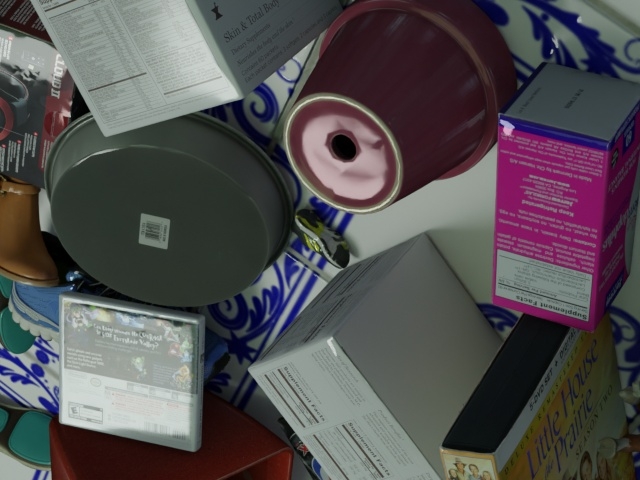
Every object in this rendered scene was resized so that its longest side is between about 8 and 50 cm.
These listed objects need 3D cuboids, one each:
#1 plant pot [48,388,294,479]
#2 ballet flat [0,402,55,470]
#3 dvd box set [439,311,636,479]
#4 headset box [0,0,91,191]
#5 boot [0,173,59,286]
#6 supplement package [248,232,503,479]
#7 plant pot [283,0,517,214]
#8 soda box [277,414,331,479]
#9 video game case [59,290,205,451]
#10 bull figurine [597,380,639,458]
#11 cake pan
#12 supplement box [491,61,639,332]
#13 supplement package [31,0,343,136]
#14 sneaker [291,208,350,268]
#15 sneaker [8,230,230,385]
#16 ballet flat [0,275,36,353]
[{"bbox_3d":[-0.216,0.331,1.841,0.236,0.267,0.267,44,142,38],"label":"plant pot"},{"bbox_3d":[-0.449,0.289,2.116,0.248,0.086,0.086,20,131,24],"label":"ballet flat"},{"bbox_3d":[0.244,0.282,1.448,0.062,0.307,0.420,3,122,30],"label":"dvd box set"},{"bbox_3d":[-0.373,-0.196,1.633,0.293,0.110,0.218,20,133,3],"label":"headset box"},{"bbox_3d":[-0.366,-0.044,1.745,0.197,0.073,0.152,38,114,37],"label":"boot"},{"bbox_3d":[0.093,0.165,1.538,0.145,0.204,0.262,-26,105,45],"label":"supplement package"},{"bbox_3d":[0.063,-0.124,1.362,0.201,0.180,0.201,19,132,23],"label":"plant pot"},{"bbox_3d":[0.017,0.271,1.773,0.053,0.060,0.169,-16,111,41],"label":"soda box"},{"bbox_3d":[-0.231,0.158,1.730,0.190,0.022,0.173,9,108,19],"label":"video game case"},{"bbox_3d":[0.418,0.172,1.345,0.310,0.188,0.101,-11,76,47],"label":"bull figurine"},{"bbox_3d":[-0.178,-0.029,1.620,0.293,0.054,0.293,6,135,6],"label":"cake pan"},{"bbox_3d":[0.235,-0.039,1.352,0.114,0.111,0.220,17,131,24],"label":"supplement box"},{"bbox_3d":[-0.150,-0.275,1.386,0.198,0.199,0.262,-11,114,39],"label":"supplement package"},{"bbox_3d":[0.000,0.000,1.611,0.083,0.031,0.035,49,149,1],"label":"sneaker"},{"bbox_3d":[-0.261,0.086,1.785,0.330,0.130,0.147,23,135,20],"label":"sneaker"},{"bbox_3d":[-0.425,0.066,1.938,0.074,0.074,0.203,23,138,20],"label":"ballet flat"}]
